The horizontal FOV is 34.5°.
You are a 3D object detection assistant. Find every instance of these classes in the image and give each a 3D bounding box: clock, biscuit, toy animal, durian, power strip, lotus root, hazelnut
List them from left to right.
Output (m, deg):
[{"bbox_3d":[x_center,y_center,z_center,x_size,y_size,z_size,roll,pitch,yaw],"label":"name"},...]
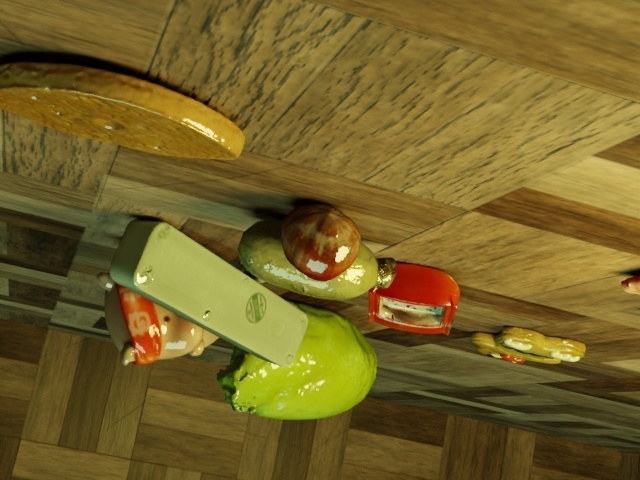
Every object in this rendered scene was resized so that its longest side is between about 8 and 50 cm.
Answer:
[{"bbox_3d":[-0.170,-0.107,0.840,0.220,0.029,0.142,12,169,-4],"label":"biscuit"},{"bbox_3d":[-0.232,0.098,1.501,0.171,0.171,0.197,4,-176,26],"label":"toy animal"},{"bbox_3d":[-0.136,0.084,1.423,0.062,0.091,0.385,10,163,37],"label":"power strip"},{"bbox_3d":[-0.035,0.201,1.762,0.339,0.205,0.255,7,-176,-27],"label":"durian"},{"bbox_3d":[-0.004,0.025,1.162,0.182,0.077,0.090,15,176,-9],"label":"lotus root"},{"bbox_3d":[0.000,0.000,1.077,0.086,0.086,0.086,10,167,2],"label":"hazelnut"},{"bbox_3d":[0.120,0.073,1.331,0.113,0.061,0.155,10,164,5],"label":"clock"},{"bbox_3d":[0.325,0.178,1.676,0.158,0.035,0.240,15,167,-8],"label":"biscuit"}]

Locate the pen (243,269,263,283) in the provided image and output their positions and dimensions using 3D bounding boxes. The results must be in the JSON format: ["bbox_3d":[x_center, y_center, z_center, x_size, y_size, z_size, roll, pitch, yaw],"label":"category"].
[{"bbox_3d":[-0.065,0.040,1.406,0.028,0.028,0.239,15,167,-19],"label":"pen"}]

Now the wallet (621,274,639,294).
[{"bbox_3d":[0.401,0.042,1.038,0.103,0.020,0.196,13,167,-15],"label":"wallet"}]
